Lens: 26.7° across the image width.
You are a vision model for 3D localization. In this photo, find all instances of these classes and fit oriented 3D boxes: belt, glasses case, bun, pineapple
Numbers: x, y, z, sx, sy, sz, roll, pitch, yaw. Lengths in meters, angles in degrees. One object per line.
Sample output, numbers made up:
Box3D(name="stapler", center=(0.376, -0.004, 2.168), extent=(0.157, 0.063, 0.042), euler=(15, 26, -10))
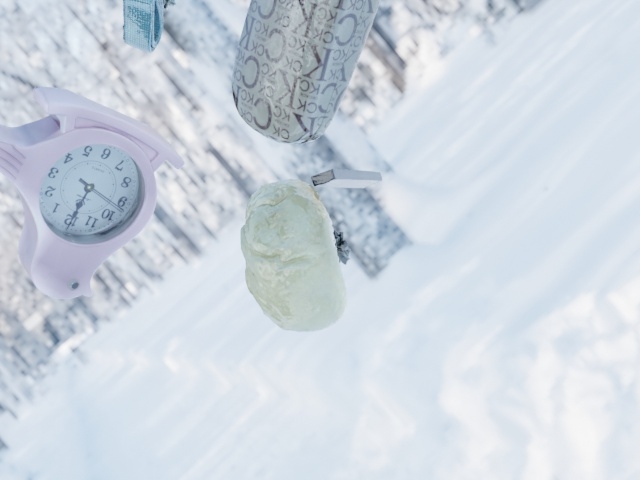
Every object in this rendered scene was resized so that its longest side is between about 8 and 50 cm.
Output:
Box3D(name="belt", center=(-0.237, -0.333, 1.843), extent=(0.179, 0.065, 0.100), euler=(111, 175, -70))
Box3D(name="glasses case", center=(-0.003, -0.277, 1.489), extent=(0.085, 0.137, 0.355), euler=(-5, -57, -50))
Box3D(name="bun", center=(-0.038, 0.018, 1.553), extent=(0.111, 0.188, 0.164), euler=(-15, -14, -6))
Box3D(name="pineapple", center=(0.000, 0.000, 2.060), extent=(0.074, 0.074, 0.159), euler=(-41, -26, 5))

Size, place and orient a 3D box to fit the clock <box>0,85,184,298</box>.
Box3D(name="clock", center=(-0.375, -0.073, 1.871), extent=(0.275, 0.290, 0.080), euler=(-58, 33, 8))

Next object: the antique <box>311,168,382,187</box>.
Box3D(name="antique", center=(0.035, -0.076, 1.652), extent=(0.031, 0.015, 0.192), euler=(-21, -5, 19))
